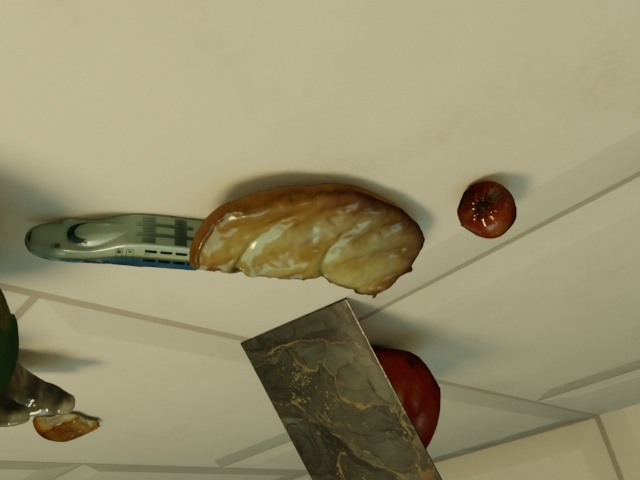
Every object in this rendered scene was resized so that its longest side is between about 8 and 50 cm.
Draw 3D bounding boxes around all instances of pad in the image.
[{"bbox_3d":[0.031,0.305,0.961,0.247,0.368,0.007,-26,-177,27],"label":"pad"}]

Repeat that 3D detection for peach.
[{"bbox_3d":[0.113,0.335,1.087,0.281,0.238,0.281,-47,171,-9],"label":"peach"}]

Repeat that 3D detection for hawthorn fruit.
[{"bbox_3d":[0.209,-0.036,0.671,0.077,0.077,0.077,-6,148,-4],"label":"hawthorn fruit"}]

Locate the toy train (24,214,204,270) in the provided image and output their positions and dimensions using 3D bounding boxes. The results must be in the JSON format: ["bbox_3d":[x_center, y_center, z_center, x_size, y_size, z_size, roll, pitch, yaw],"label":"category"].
[{"bbox_3d":[-0.220,0.000,0.643,0.233,0.052,0.051,6,142,-22],"label":"toy train"}]

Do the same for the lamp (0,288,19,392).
[{"bbox_3d":[-0.432,0.088,0.535,0.249,0.284,0.251,-2,114,-4],"label":"lamp"}]

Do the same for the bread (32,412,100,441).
[{"bbox_3d":[-0.590,0.433,1.254,0.126,0.044,0.129,-14,145,6],"label":"bread"}]

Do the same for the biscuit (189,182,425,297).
[{"bbox_3d":[0.001,-0.003,0.663,0.298,0.045,0.154,12,122,-33],"label":"biscuit"}]

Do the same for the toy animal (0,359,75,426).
[{"bbox_3d":[-0.539,0.204,0.825,0.307,0.188,0.266,0,171,-28],"label":"toy animal"}]
